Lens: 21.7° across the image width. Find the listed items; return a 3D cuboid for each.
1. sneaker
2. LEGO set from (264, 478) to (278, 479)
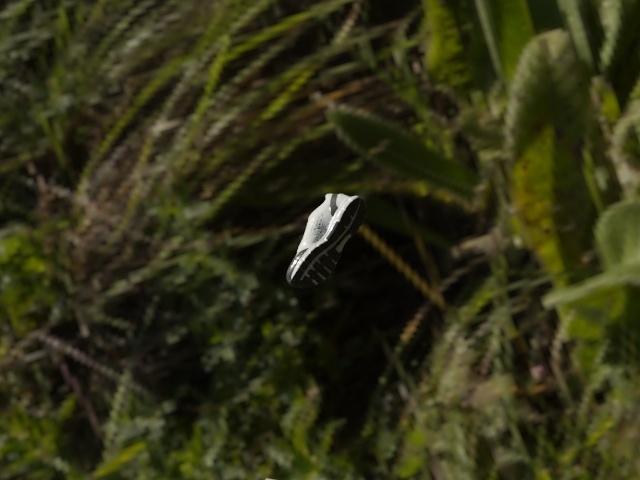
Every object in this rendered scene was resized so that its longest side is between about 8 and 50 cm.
[{"bbox_3d":[0.000,0.000,1.610,0.044,0.109,0.040,21,156,42],"label":"sneaker"},{"bbox_3d":[-0.109,0.450,2.204,0.132,0.107,0.287,50,128,27],"label":"LEGO set"}]
